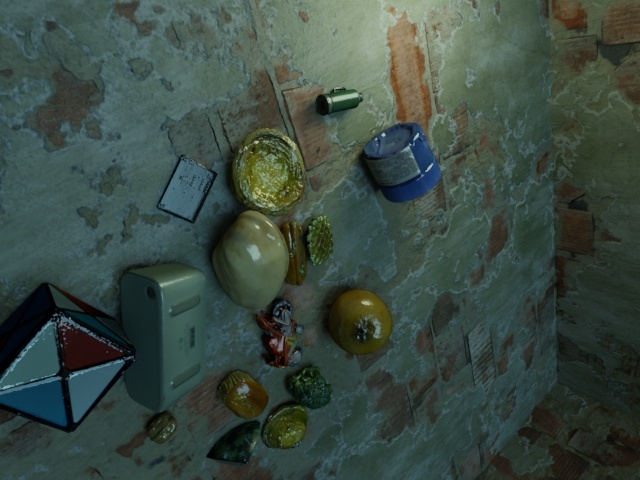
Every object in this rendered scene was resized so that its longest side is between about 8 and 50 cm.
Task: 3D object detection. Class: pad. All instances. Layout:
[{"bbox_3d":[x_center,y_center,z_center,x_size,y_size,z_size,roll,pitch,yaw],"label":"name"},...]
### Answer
[{"bbox_3d":[-0.023,0.007,1.634,0.112,0.003,0.157,-63,143,-35],"label":"pad"}]

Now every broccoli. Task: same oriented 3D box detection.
[{"bbox_3d":[-0.040,0.596,1.742,0.195,0.156,0.195,-9,141,-7],"label":"broccoli"}]

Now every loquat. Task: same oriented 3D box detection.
[{"bbox_3d":[0.157,0.326,1.746,0.263,0.263,0.263,-11,109,-35],"label":"loquat"}]

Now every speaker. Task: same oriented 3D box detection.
[{"bbox_3d":[-0.454,0.273,1.285,0.184,0.183,0.407,-20,117,-58],"label":"speaker"}]

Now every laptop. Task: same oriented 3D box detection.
[{"bbox_3d":[-0.405,-0.154,1.327,0.129,0.016,0.180,26,87,-38],"label":"laptop"}]

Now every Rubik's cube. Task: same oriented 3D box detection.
[{"bbox_3d":[-0.666,0.288,1.099,0.248,0.246,0.250,-53,127,-13],"label":"Rubik's cube"}]

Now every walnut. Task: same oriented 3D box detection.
[{"bbox_3d":[-0.518,0.614,1.416,0.096,0.082,0.079,-45,97,-18],"label":"walnut"}]

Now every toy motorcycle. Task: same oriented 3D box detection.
[{"bbox_3d":[-0.148,0.369,1.623,0.171,0.089,0.298,-25,116,-29],"label":"toy motorcycle"}]

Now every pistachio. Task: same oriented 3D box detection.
[{"bbox_3d":[-0.222,0.060,1.397,0.229,0.237,0.321,-59,154,-65],"label":"pistachio"}]

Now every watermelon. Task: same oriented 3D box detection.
[{"bbox_3d":[-0.312,0.772,1.642,0.207,0.136,0.202,-45,170,-51],"label":"watermelon"}]

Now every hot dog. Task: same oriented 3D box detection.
[{"bbox_3d":[-0.095,0.051,1.590,0.100,0.068,0.250,-20,114,-33],"label":"hot dog"}]

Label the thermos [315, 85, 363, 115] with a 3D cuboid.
[{"bbox_3d":[0.074,-0.506,1.570,0.187,0.083,0.073,-22,137,-33],"label":"thermos"}]

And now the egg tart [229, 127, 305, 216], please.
[{"bbox_3d":[-0.172,-0.217,1.430,0.290,0.107,0.291,-2,94,-32],"label":"egg tart"}]

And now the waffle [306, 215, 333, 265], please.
[{"bbox_3d":[0.000,0.000,1.634,0.169,0.036,0.184,-36,122,-52],"label":"waffle"}]

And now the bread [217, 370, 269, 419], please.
[{"bbox_3d":[-0.275,0.564,1.572,0.132,0.114,0.190,-52,122,-12],"label":"bread"}]

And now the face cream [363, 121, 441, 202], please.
[{"bbox_3d":[0.317,-0.308,1.693,0.249,0.249,0.225,-46,125,-18],"label":"face cream"}]

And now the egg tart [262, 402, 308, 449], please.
[{"bbox_3d":[-0.129,0.760,1.749,0.212,0.090,0.213,-11,111,-31],"label":"egg tart"}]
